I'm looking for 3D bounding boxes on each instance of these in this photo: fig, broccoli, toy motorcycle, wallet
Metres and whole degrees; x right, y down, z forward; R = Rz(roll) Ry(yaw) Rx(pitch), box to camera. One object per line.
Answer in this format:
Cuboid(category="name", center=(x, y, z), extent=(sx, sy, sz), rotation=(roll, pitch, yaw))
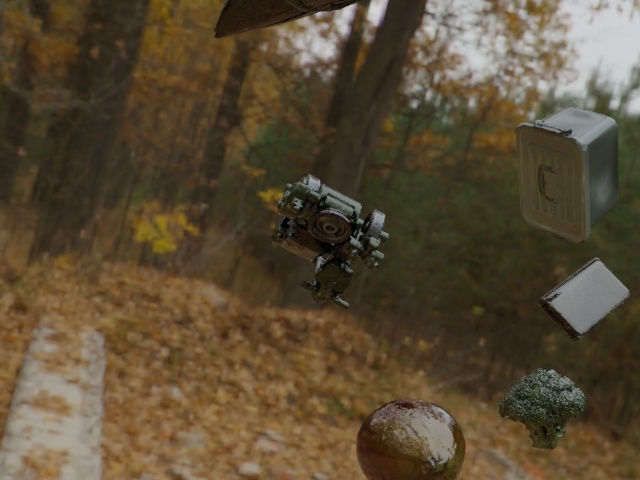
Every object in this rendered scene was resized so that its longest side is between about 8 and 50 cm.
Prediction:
Cuboid(category="fig", center=(0.081, 0.171, 0.916), extent=(0.089, 0.089, 0.125), rotation=(14, 1, -16))
Cuboid(category="broccoli", center=(0.389, 0.289, 2.049), extent=(0.145, 0.138, 0.162), rotation=(-3, 7, -4))
Cuboid(category="toy motorcycle", center=(0.000, 0.000, 1.987), extent=(0.205, 0.127, 0.275), rotation=(26, -33, -13))
Cuboid(category="wallet", center=(0.521, 0.114, 2.304), extent=(0.198, 0.031, 0.110), rotation=(-31, 71, -39))

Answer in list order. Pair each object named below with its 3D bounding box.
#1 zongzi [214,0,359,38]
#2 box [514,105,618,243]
Cuboid(category="zongzi", center=(0.022, -0.359, 1.350), extent=(0.319, 0.362, 0.383), rotation=(51, -3, -7))
Cuboid(category="box", center=(0.476, -0.134, 2.227), extent=(0.135, 0.243, 0.163), rotation=(-33, 38, -31))
